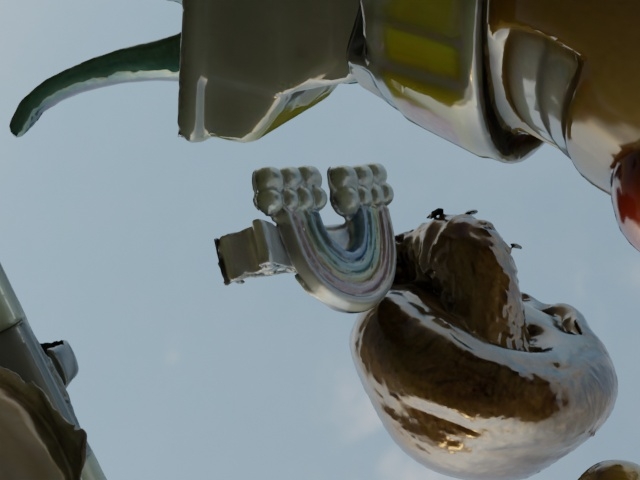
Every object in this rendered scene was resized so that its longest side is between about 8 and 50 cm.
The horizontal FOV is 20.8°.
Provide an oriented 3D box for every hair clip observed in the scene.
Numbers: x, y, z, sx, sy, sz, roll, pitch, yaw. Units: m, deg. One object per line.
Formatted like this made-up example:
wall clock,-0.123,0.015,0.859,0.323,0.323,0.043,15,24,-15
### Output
hair clip,0.000,0.000,1.543,0.054,0.220,0.140,-28,-105,39

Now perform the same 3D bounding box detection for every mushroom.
mushroom,0.145,0.105,1.636,0.195,0.263,0.283,118,-33,-40

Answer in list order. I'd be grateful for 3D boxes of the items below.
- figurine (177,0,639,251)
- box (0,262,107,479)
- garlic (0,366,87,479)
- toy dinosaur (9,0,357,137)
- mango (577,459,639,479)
figurine,0.080,-0.084,0.522,0.285,0.342,0.167,13,-85,20
box,-0.179,0.083,0.853,0.130,0.162,0.227,-27,-174,-12
garlic,-0.184,0.147,0.615,0.178,0.229,0.143,38,-45,28
toy dinosaur,0.084,-0.125,0.880,0.383,0.331,0.129,-48,-147,26
mango,0.190,0.244,1.237,0.090,0.115,0.178,15,-105,10
